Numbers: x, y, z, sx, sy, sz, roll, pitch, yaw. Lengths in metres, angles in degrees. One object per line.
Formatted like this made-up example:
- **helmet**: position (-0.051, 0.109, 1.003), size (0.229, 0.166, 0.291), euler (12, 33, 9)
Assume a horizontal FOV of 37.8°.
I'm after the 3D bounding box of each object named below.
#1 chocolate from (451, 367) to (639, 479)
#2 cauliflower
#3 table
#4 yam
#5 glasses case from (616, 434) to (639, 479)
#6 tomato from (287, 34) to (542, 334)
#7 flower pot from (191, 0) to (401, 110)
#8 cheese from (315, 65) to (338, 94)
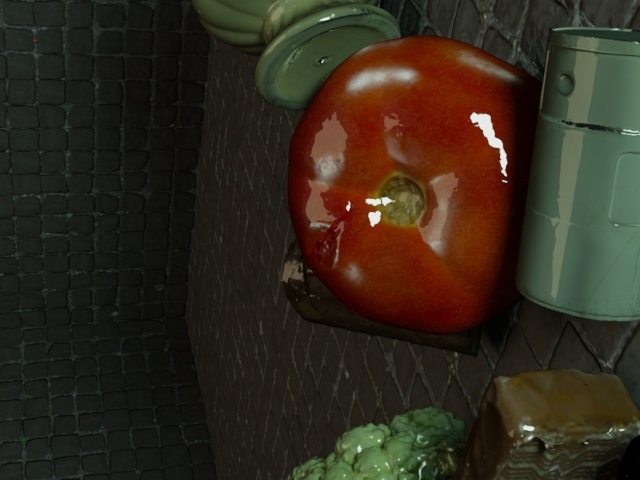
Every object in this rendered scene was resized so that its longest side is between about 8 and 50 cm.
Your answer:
- **chocolate**: position (0.204, 0.216, 0.884), size (0.093, 0.148, 0.214), euler (-103, 21, -47)
- **cauliflower**: position (0.100, 0.324, 1.101), size (0.281, 0.326, 0.261), euler (24, -107, -60)
- **table**: position (0.235, -0.058, 0.768), size (0.126, 0.126, 0.220), euler (-133, 44, -65)
- **yam**: position (0.083, 0.056, 1.121), size (0.128, 0.238, 0.129), euler (61, -138, -53)
- **glasses case**: position (0.281, 0.306, 0.715), size (0.122, 0.075, 0.315), euler (76, -171, -69)
- **tomato**: position (0.118, -0.059, 0.946), size (0.226, 0.298, 0.299), euler (-17, -72, -65)
- **flower pot**: position (-0.026, -0.335, 1.325), size (0.307, 0.307, 0.244), euler (116, 140, -57)
- **cheese**: position (0.063, -0.097, 1.252), size (0.251, 0.173, 0.248), euler (-110, 33, -43)
